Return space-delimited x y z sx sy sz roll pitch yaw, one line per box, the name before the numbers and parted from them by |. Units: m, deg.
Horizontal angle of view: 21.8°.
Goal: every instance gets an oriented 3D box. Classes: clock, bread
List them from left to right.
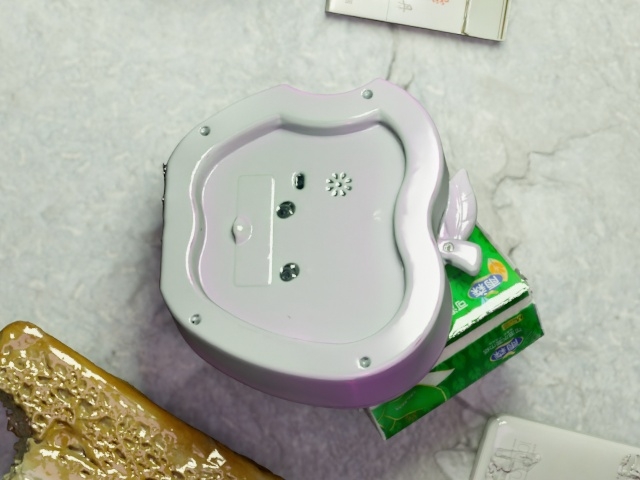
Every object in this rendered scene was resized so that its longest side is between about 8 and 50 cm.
bread | -0.211 0.246 1.724 0.380 0.109 0.185 34 75 -11
clock | 0.000 0.000 1.672 0.339 0.102 0.338 -3 69 6

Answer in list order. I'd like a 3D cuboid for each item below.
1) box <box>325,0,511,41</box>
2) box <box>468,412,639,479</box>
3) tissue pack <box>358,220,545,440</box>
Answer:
box | 0.110 -0.282 1.781 0.198 0.029 0.109 8 94 -10
box | 0.304 0.289 1.863 0.285 0.044 0.142 15 95 -12
tissue pack | 0.114 0.098 1.766 0.209 0.148 0.156 -32 141 -6
